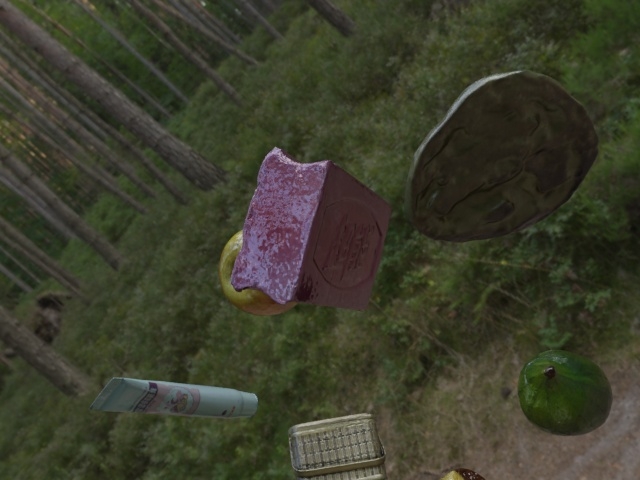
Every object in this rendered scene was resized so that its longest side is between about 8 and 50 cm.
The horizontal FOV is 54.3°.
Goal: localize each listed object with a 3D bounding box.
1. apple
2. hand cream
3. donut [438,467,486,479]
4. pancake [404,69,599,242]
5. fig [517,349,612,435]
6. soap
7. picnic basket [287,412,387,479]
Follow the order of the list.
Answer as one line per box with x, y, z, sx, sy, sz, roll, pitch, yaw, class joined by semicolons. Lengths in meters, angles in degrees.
-0.157;0.082;1.824;0.233;0.286;0.286;-10;-25;-46;apple
-0.256;0.292;1.155;0.085;0.331;0.058;-47;46;22;hand cream
0.373;0.647;1.550;0.166;0.184;0.073;2;-55;-39;donut
0.257;-0.109;0.889;0.294;0.294;0.049;-45;37;17;pancake
0.521;0.308;1.370;0.203;0.235;0.203;-21;39;18;fig
0.000;0.000;1.104;0.359;0.128;0.232;21;-96;-66;soap
0.039;0.559;1.598;0.228;0.175;0.313;-8;-28;-6;picnic basket
